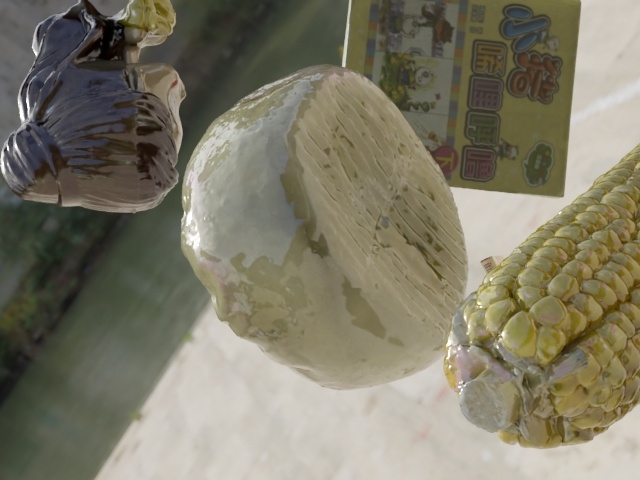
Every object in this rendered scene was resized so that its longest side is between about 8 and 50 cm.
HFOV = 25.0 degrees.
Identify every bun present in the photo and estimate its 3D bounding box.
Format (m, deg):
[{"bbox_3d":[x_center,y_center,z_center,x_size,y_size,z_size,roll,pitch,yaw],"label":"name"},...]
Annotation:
[{"bbox_3d":[0.000,0.000,0.882,0.128,0.193,0.178,-26,24,36],"label":"bun"}]

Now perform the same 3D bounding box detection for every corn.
[{"bbox_3d":[0.133,0.008,0.592,0.238,0.080,0.080,-36,-3,-38],"label":"corn"}]

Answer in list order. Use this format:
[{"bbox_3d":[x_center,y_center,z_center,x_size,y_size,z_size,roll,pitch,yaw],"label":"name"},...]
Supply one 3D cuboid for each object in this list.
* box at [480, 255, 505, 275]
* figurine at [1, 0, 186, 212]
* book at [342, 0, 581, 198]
[{"bbox_3d":[0.176,0.057,1.304,0.015,0.093,0.058,-30,-9,16],"label":"box"},{"bbox_3d":[-0.140,-0.176,1.034,0.187,0.168,0.315,-8,82,47],"label":"figurine"},{"bbox_3d":[0.112,-0.126,1.185,0.013,0.192,0.168,167,108,-87],"label":"book"}]
